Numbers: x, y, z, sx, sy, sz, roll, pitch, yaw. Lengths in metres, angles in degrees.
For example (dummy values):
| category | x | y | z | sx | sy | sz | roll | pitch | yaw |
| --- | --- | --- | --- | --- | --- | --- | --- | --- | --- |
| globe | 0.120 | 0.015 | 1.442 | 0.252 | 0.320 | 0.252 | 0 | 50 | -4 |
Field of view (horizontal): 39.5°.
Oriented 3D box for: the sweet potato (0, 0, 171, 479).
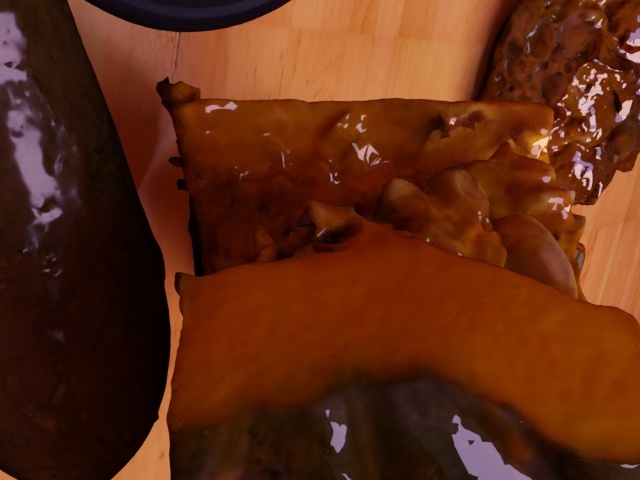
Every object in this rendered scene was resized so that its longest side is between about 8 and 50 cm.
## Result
| category | x | y | z | sx | sy | sz | roll | pitch | yaw |
| --- | --- | --- | --- | --- | --- | --- | --- | --- | --- |
| sweet potato | -0.152 | -0.040 | 0.412 | 0.130 | 0.130 | 0.423 | -36 | 132 | -39 |

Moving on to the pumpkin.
| category | x | y | z | sx | sy | sz | roll | pitch | yaw |
| --- | --- | --- | --- | --- | --- | --- | --- | --- | --- |
| pumpkin | 0.026 | 0.058 | 0.460 | 0.256 | 0.225 | 0.303 | 89 | -1 | -48 |

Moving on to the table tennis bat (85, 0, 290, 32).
| category | x | y | z | sx | sy | sz | roll | pitch | yaw |
| --- | --- | --- | --- | --- | --- | --- | --- | --- | --- |
| table tennis bat | -0.076 | -0.158 | 0.332 | 0.236 | 0.027 | 0.150 | 17 | 128 | -43 |

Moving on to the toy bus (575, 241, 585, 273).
| category | x | y | z | sx | sy | sz | roll | pitch | yaw |
| --- | --- | --- | --- | --- | --- | --- | --- | --- | --- |
| toy bus | 0.177 | 0.008 | 0.926 | 0.408 | 0.093 | 0.092 | 16 | 95 | -58 |

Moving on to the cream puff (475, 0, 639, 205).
| category | x | y | z | sx | sy | sz | roll | pitch | yaw |
| --- | --- | --- | --- | --- | --- | --- | --- | --- | --- |
| cream puff | 0.261 | -0.159 | 0.902 | 0.241 | 0.154 | 0.269 | -29 | 138 | -36 |
